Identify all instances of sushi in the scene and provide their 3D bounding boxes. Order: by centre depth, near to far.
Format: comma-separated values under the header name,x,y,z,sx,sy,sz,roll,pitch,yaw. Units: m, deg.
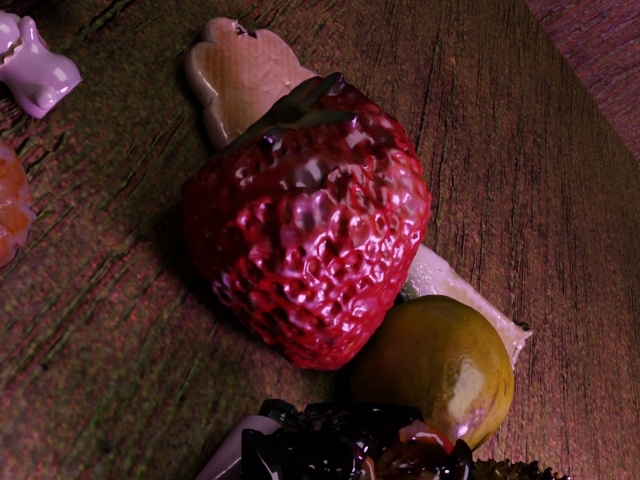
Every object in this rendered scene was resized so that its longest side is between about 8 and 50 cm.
name,x,y,z,sx,sy,sz,roll,pitch,yaw
sushi,0.055,0.283,0.793,0.227,0.212,0.215,10,83,-65

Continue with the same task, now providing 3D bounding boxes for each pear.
name,x,y,z,sx,sy,sz,roll,pitch,yaw
pear,0.144,0.181,1.064,0.212,0.212,0.269,49,27,-18

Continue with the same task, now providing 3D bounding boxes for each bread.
name,x,y,z,sx,sy,sz,roll,pitch,yaw
bread,-0.068,-0.180,1.170,0.316,0.054,0.316,32,43,-36

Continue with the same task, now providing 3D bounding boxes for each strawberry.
name,x,y,z,sx,sy,sz,roll,pitch,yaw
strawberry,0.003,-0.011,0.945,0.310,0.292,0.292,52,35,-6

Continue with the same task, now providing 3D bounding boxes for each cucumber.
name,x,y,z,sx,sy,sz,roll,pitch,yaw
cucumber,0.189,0.105,1.273,0.325,0.105,0.145,40,67,-29

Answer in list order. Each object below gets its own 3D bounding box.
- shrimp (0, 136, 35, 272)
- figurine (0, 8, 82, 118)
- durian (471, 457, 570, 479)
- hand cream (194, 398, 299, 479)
name,x,y,z,sx,sy,sz,roll,pitch,yaw
shrimp,-0.343,-0.012,0.694,0.154,0.062,0.294,57,33,-18
figurine,-0.326,-0.197,0.849,0.146,0.081,0.098,45,-6,-15
durian,0.218,0.388,0.953,0.258,0.293,0.258,3,85,-33
hand cream,-0.099,0.293,0.796,0.121,0.076,0.336,51,39,-18
